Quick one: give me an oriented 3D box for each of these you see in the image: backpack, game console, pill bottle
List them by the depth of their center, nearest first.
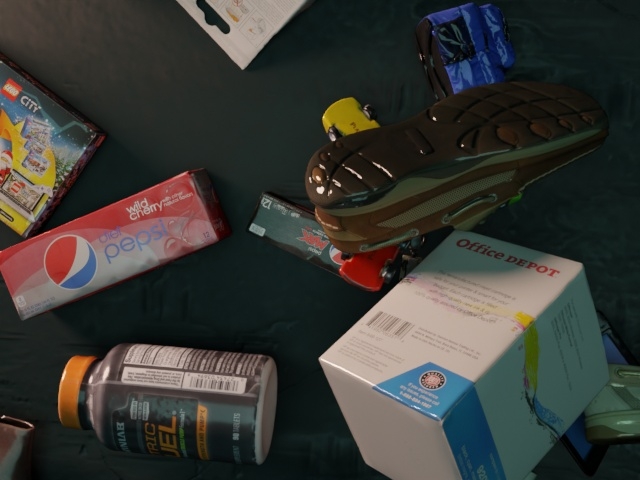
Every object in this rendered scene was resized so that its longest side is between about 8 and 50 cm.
[{"bbox_3d":[0.167,-0.199,1.100,0.101,0.098,0.120,-15,93,4],"label":"backpack"},{"bbox_3d":[0.314,0.173,1.126,0.124,0.085,0.144,-35,92,9],"label":"game console"},{"bbox_3d":[-0.181,0.190,1.160,0.245,0.130,0.131,4,96,7],"label":"pill bottle"}]

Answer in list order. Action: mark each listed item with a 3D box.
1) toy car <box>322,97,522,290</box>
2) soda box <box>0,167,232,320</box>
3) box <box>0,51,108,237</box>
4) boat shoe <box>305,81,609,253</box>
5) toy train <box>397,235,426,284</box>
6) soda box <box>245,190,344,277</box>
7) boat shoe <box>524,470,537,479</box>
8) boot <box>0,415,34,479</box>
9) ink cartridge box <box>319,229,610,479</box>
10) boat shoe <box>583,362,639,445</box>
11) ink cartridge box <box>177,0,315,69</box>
[{"bbox_3d":[0.119,-0.053,1.123,0.224,0.053,0.239,-3,68,-8],"label":"toy car"},{"bbox_3d":[-0.246,0.005,1.172,0.263,0.083,0.092,-22,93,8],"label":"soda box"},{"bbox_3d":[-0.400,-0.136,1.194,0.233,0.044,0.159,37,98,2],"label":"box"},{"bbox_3d":[0.143,-0.074,1.042,0.323,0.123,0.120,-16,133,-5],"label":"boat shoe"},{"bbox_3d":[0.104,0.044,1.162,0.027,0.036,0.158,8,94,-3],"label":"toy train"},{"bbox_3d":[0.000,0.000,1.156,0.168,0.060,0.053,26,95,4],"label":"soda box"},{"bbox_3d":[0.130,0.241,1.153,0.254,0.095,0.079,31,87,-7],"label":"boat shoe"},{"bbox_3d":[-0.379,0.332,1.215,0.248,0.090,0.207,16,99,8],"label":"boot"},{"bbox_3d":[0.155,0.133,1.009,0.232,0.171,0.168,-40,127,-25],"label":"ink cartridge box"},{"bbox_3d":[0.438,0.172,1.097,0.302,0.109,0.098,-2,70,-7],"label":"boat shoe"},{"bbox_3d":[-0.076,-0.315,1.153,0.145,0.045,0.179,46,117,0],"label":"ink cartridge box"}]
